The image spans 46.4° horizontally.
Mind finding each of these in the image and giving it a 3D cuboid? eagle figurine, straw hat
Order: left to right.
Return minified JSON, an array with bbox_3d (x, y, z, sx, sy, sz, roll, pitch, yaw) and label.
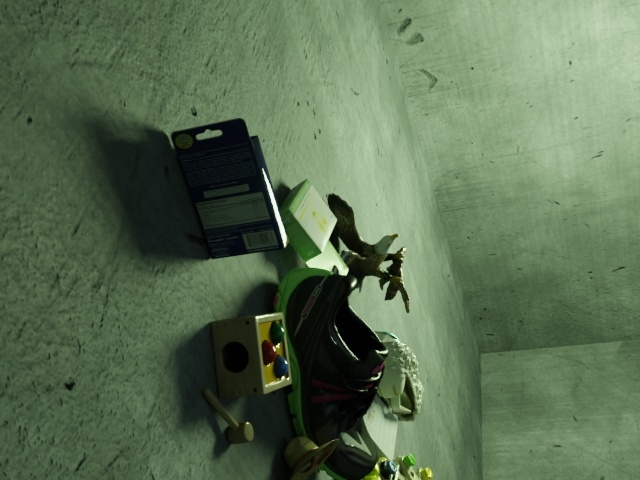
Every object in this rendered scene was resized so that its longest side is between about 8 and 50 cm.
[{"bbox_3d":[-0.036,0.411,1.432,0.061,0.144,0.144,44,7,20],"label":"straw hat"},{"bbox_3d":[0.101,0.033,1.890,0.298,0.225,0.226,21,13,-33],"label":"eagle figurine"}]

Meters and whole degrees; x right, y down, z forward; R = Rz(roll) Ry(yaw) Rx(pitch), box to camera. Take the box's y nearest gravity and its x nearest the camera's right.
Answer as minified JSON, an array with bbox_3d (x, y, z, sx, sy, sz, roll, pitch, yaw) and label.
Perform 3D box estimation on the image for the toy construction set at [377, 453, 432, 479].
[{"bbox_3d":[0.202,0.657,1.841,0.215,0.151,0.328,49,11,-10],"label":"toy construction set"}]

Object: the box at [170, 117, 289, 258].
[{"bbox_3d":[-0.145,-0.084,1.208,0.036,0.136,0.225,-60,138,-61],"label":"box"}]

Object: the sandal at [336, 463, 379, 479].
[{"bbox_3d":[0.085,0.629,1.624,0.317,0.126,0.138,-69,150,-54],"label":"sandal"}]

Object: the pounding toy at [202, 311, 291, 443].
[{"bbox_3d":[-0.114,0.229,1.233,0.181,0.094,0.206,7,75,-71],"label":"pounding toy"}]

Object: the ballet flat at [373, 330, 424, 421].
[{"bbox_3d":[0.208,0.389,2.047,0.409,0.146,0.147,58,30,-51],"label":"ballet flat"}]

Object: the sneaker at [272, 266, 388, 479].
[{"bbox_3d":[0.045,0.285,1.512,0.185,0.202,0.483,-56,134,-63],"label":"sneaker"}]

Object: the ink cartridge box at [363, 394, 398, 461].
[{"bbox_3d":[0.142,0.494,2.002,0.179,0.045,0.145,51,32,-25],"label":"ink cartridge box"}]

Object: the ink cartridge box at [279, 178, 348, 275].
[{"bbox_3d":[0.000,0.000,1.626,0.235,0.056,0.171,52,26,-14],"label":"ink cartridge box"}]
